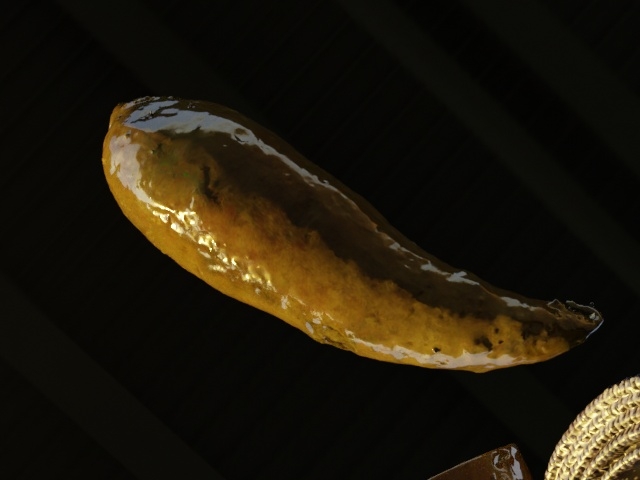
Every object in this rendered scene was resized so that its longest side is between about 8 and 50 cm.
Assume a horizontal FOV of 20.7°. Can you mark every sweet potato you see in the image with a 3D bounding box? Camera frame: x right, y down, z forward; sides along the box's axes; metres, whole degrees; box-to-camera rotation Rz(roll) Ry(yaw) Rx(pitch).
[{"bbox_3d":[-0.001,0.005,1.314,0.423,0.130,0.130,27,-97,20],"label":"sweet potato"}]

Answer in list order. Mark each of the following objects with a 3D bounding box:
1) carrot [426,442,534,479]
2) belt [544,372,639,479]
[{"bbox_3d":[0.076,0.159,0.478,0.061,0.061,0.209,-26,-99,-10],"label":"carrot"},{"bbox_3d":[0.275,0.219,1.238,0.122,0.325,0.260,-6,-117,-29],"label":"belt"}]
